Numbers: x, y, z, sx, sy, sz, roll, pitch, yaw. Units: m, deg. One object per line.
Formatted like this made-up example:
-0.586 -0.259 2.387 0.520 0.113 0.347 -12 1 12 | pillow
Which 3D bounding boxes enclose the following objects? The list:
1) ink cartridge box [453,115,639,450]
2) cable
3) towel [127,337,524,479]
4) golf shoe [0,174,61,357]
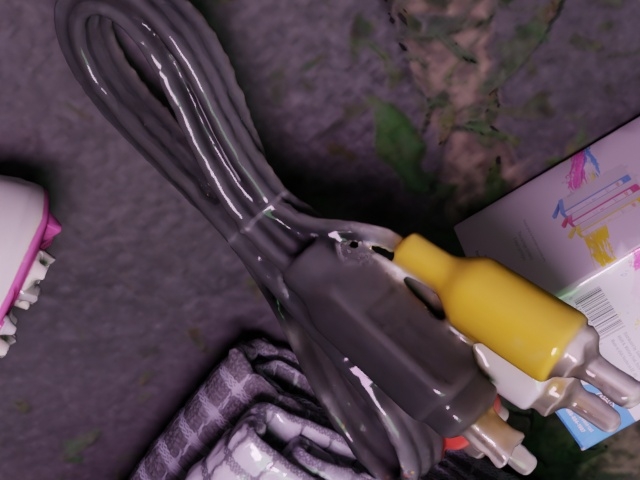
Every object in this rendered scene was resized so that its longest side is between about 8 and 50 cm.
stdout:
0.153 0.010 0.642 0.143 0.090 0.092 -31 122 10 | ink cartridge box
0.000 0.000 0.588 0.287 0.072 0.139 46 145 6 | cable
0.008 0.203 0.725 0.284 0.121 0.235 31 110 -24 | towel
-0.229 0.087 0.558 0.140 0.115 0.306 30 71 -13 | golf shoe
